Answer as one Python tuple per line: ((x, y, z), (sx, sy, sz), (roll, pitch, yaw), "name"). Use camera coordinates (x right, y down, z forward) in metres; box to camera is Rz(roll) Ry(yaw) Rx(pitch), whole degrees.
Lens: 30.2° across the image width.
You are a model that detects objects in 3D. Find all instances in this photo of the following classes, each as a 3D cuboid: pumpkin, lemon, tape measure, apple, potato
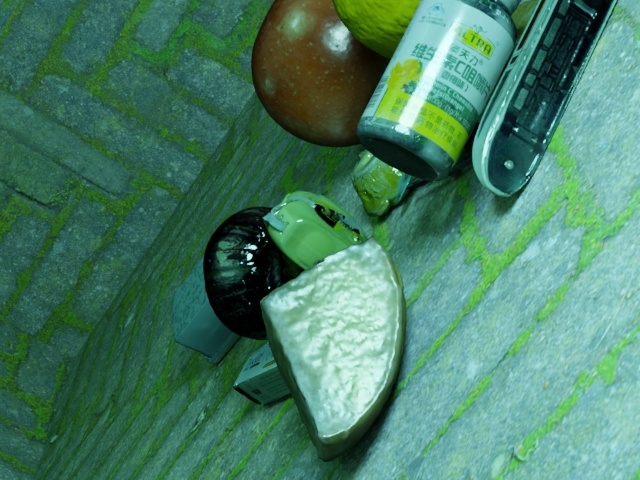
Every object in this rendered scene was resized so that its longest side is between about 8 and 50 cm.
((-0.095, 0.055, 2.004), (0.163, 0.233, 0.233), (-17, 42, 45), "pumpkin")
((0.141, -0.397, 1.778), (0.245, 0.245, 0.320), (-62, 18, -12), "lemon")
((0.000, 0.000, 1.891), (0.106, 0.200, 0.175), (-55, 7, 18), "tape measure")
((0.039, -0.341, 2.204), (0.348, 0.277, 0.348), (-43, -25, -26), "apple")
((0.048, 0.168, 1.598), (0.211, 0.189, 0.264), (82, 165, -56), "potato")

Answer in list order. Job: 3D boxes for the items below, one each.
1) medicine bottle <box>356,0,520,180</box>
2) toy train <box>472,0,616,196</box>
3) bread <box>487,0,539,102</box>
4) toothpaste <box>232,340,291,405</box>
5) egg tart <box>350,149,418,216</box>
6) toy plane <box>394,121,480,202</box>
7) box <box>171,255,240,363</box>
((0.169, -0.235, 1.582), (0.293, 0.141, 0.141), (-63, 15, -11), "medicine bottle")
((0.295, -0.235, 1.571), (0.407, 0.086, 0.088), (-63, 16, -13), "toy train")
((0.255, -0.266, 1.738), (0.207, 0.056, 0.286), (-17, 29, 42), "bread")
((-0.044, 0.194, 1.889), (0.089, 0.071, 0.313), (-62, 14, -27), "toothpaste")
((0.118, -0.134, 1.979), (0.197, 0.078, 0.197), (-49, 16, 19), "egg tart")
((0.185, -0.129, 1.797), (0.235, 0.060, 0.096), (-29, 46, 55), "toy plane")
((-0.207, 0.127, 2.429), (0.227, 0.130, 0.162), (-51, 32, 31), "box")
